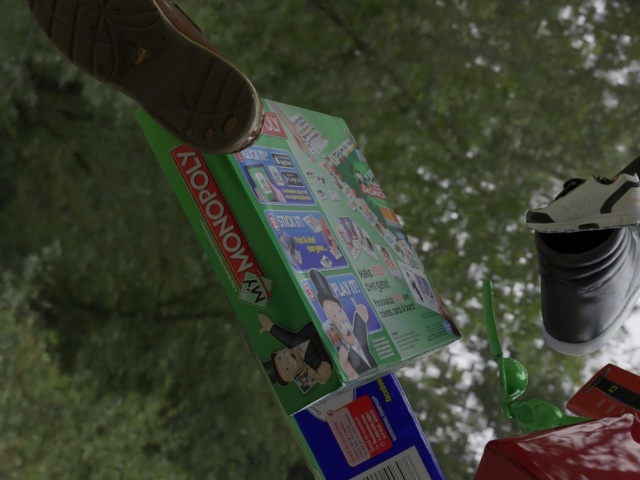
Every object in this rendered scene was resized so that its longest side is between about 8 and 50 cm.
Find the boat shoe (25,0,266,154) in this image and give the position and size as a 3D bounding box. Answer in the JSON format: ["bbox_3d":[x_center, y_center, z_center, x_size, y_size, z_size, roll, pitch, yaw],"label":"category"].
[{"bbox_3d":[-0.103,-0.112,0.743,0.064,0.178,0.060,-49,171,5],"label":"boat shoe"}]

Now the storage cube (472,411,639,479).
[{"bbox_3d":[0.200,0.249,0.855,0.193,0.215,0.184,36,-65,37],"label":"storage cube"}]

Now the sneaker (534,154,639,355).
[{"bbox_3d":[0.316,-0.029,1.353,0.296,0.104,0.147,-52,144,-32],"label":"sneaker"}]

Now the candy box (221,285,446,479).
[{"bbox_3d":[0.005,0.152,1.398,0.122,0.268,0.317,-27,-173,-5],"label":"candy box"}]

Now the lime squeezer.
[{"bbox_3d":[0.243,0.156,1.437,0.110,0.059,0.310,-45,-132,-1],"label":"lime squeezer"}]

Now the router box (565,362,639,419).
[{"bbox_3d":[0.472,0.311,1.476,0.082,0.335,0.301,-43,-165,-7],"label":"router box"}]

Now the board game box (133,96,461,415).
[{"bbox_3d":[0.000,0.000,0.919,0.046,0.213,0.317,-31,171,17],"label":"board game box"}]

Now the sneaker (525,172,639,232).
[{"bbox_3d":[0.206,-0.028,0.994,0.109,0.040,0.044,-8,-91,44],"label":"sneaker"}]
